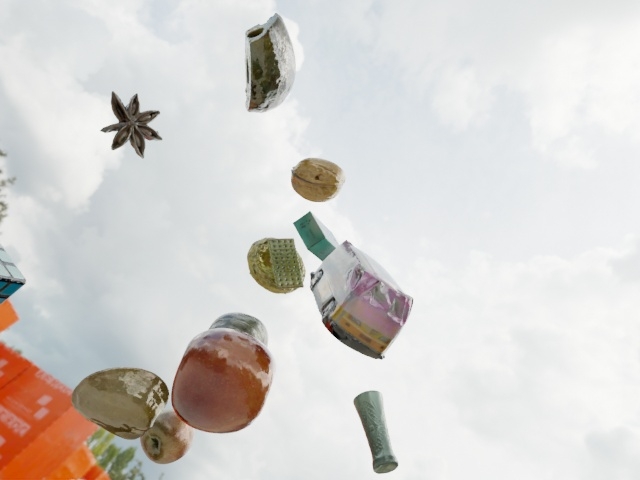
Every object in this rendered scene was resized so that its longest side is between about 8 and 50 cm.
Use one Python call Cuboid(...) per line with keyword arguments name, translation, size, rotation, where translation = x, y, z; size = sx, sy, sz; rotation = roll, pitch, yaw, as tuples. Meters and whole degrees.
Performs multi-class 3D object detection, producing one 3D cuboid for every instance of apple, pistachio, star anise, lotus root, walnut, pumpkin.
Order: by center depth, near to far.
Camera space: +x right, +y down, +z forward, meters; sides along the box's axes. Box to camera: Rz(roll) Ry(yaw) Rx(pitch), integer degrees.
Cuboid(name="apple", translation=(-0.208, 0.297, 0.980), size=(0.201, 0.218, 0.218), rotation=(23, -45, -3))
Cuboid(name="pistachio", translation=(-0.597, 0.471, 1.375), size=(0.260, 0.212, 0.163), rotation=(30, -7, -21))
Cuboid(name="walnut", translation=(-0.012, -0.196, 1.486), size=(0.180, 0.144, 0.144), rotation=(18, -46, -3))
Cuboid(name="pumpkin", translation=(-0.313, 0.375, 1.487), size=(0.242, 0.325, 0.232), rotation=(3, -22, 13))
Cuboid(name="lotus root", translation=(-0.162, -0.550, 1.493), size=(0.314, 0.210, 0.142), rotation=(82, -19, -51))
Cuboid(name="star anise", translation=(-0.622, -0.382, 1.536), size=(0.197, 0.212, 0.073), rotation=(19, -10, -37))
Cuboid(name="apple", translation=(-0.568, 0.730, 1.719), size=(0.188, 0.174, 0.188), rotation=(2, -84, 23))

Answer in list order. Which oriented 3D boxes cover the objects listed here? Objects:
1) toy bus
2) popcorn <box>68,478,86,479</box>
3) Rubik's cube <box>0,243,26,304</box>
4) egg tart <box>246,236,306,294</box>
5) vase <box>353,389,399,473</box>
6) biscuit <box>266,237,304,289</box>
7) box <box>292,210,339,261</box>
Cuboid(name="toy bus", translation=(0.091, 0.123, 1.116), size=(0.171, 0.386, 0.162), rotation=(31, -83, -13))
Cuboid(name="popcorn", translation=(-0.837, 0.954, 1.498), size=(0.274, 0.279, 0.335), rotation=(24, -38, 37))
Cuboid(name="Rubik's cube", translation=(-0.824, 0.081, 1.047), size=(0.163, 0.160, 0.162), rotation=(49, -4, 9))
Cuboid(name="egg tart", translation=(-0.206, 0.120, 2.058), size=(0.288, 0.288, 0.118), rotation=(42, -38, 0))
Cuboid(name="vase", translation=(0.165, 0.564, 1.352), size=(0.096, 0.219, 0.096), rotation=(-6, -49, -7))
Cuboid(name="biscuit", translation=(-0.152, 0.097, 1.981), size=(0.016, 0.139, 0.231), rotation=(-38, -121, 53))
Cuboid(name="box", translation=(0.000, 0.000, 1.907), size=(0.092, 0.245, 0.153), rotation=(-36, -121, 8))
